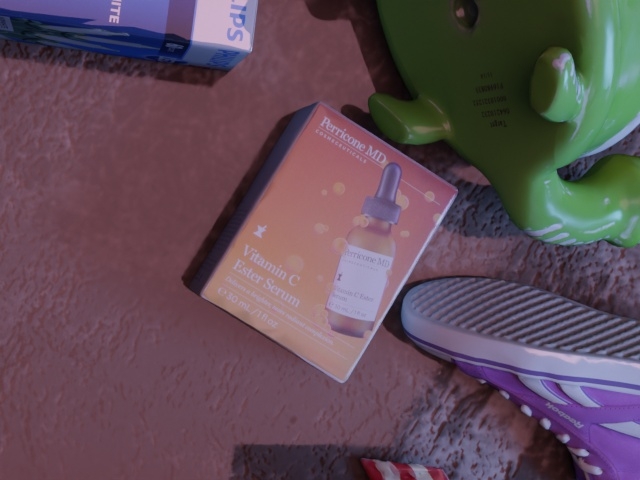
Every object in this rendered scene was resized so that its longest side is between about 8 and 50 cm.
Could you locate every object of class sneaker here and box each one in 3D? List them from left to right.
[{"bbox_3d":[0.190,0.133,0.994,0.282,0.102,0.161,16,120,8],"label":"sneaker"}]

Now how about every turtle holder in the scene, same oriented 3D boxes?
[{"bbox_3d":[0.181,-0.161,0.909,0.227,0.243,0.320,-23,76,-30],"label":"turtle holder"}]

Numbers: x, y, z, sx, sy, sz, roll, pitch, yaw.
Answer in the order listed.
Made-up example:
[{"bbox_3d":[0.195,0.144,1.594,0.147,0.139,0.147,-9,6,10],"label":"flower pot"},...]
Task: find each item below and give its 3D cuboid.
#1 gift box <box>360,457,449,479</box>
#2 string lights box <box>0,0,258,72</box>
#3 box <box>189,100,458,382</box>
[{"bbox_3d":[0.089,0.312,0.906,0.277,0.258,0.255,12,91,9],"label":"gift box"},{"bbox_3d":[-0.180,-0.182,0.893,0.260,0.133,0.076,7,90,-11],"label":"string lights box"},{"bbox_3d":[0.000,0.000,0.956,0.130,0.091,0.170,31,86,-10],"label":"box"}]
